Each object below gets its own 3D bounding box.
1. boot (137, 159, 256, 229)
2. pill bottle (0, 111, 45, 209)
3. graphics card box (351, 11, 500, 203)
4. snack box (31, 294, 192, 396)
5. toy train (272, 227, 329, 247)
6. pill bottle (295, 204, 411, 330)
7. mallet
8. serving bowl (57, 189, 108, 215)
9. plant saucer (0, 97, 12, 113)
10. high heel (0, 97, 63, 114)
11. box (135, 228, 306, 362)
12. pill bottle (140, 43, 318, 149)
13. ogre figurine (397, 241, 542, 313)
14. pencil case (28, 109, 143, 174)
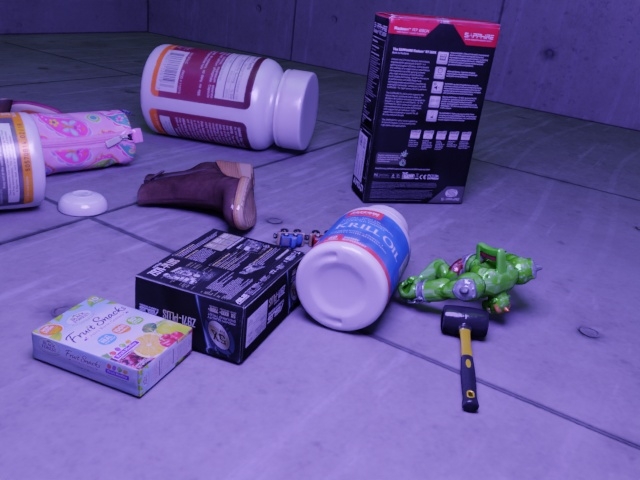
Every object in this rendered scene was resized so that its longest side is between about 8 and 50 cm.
[{"bbox_3d":[-0.222,-0.074,1.120,0.207,0.090,0.248,-7,26,-2],"label":"boot"},{"bbox_3d":[-0.595,-0.119,0.987,0.279,0.162,0.162,-8,27,-32],"label":"pill bottle"},{"bbox_3d":[0.204,-0.258,1.264,0.233,0.370,0.094,-2,25,-16],"label":"graphics card box"},{"bbox_3d":[-0.230,0.114,0.700,0.141,0.037,0.100,14,23,18],"label":"snack box"},{"bbox_3d":[0.000,0.000,1.045,0.159,0.027,0.036,2,34,-11],"label":"toy train"},{"bbox_3d":[0.058,0.024,0.878,0.124,0.124,0.221,13,24,14],"label":"pill bottle"},{"bbox_3d":[0.188,0.140,0.763,0.063,0.039,0.189,3,27,1],"label":"mallet"},{"bbox_3d":[-0.413,-0.069,1.089,0.084,0.027,0.083,6,22,-2],"label":"serving bowl"},{"bbox_3d":[-0.744,-0.211,1.195,0.311,0.050,0.310,-13,13,3],"label":"plant saucer"},{"bbox_3d":[-0.659,-0.288,1.411,0.244,0.082,0.117,-3,32,18],"label":"high heel"},{"bbox_3d":[-0.122,0.062,0.798,0.148,0.077,0.180,14,24,17],"label":"box"},{"bbox_3d":[-0.215,-0.346,1.540,0.393,0.223,0.224,11,24,9],"label":"pill bottle"},{"bbox_3d":[0.218,0.051,0.881,0.197,0.096,0.118,7,-1,-26],"label":"ogre figurine"},{"bbox_3d":[-0.503,-0.193,1.236,0.124,0.124,0.284,26,29,38],"label":"pencil case"}]
